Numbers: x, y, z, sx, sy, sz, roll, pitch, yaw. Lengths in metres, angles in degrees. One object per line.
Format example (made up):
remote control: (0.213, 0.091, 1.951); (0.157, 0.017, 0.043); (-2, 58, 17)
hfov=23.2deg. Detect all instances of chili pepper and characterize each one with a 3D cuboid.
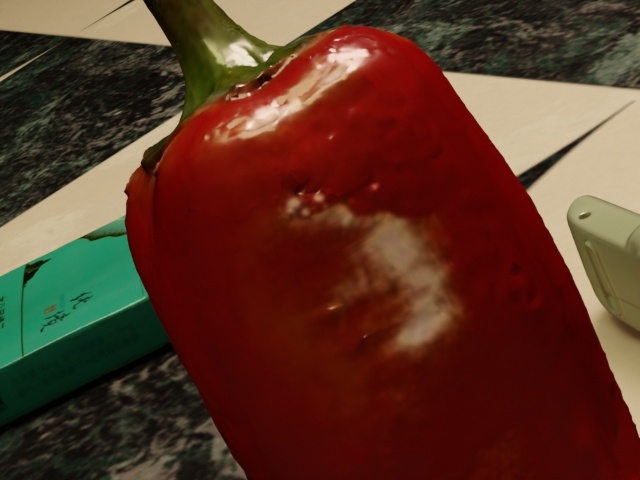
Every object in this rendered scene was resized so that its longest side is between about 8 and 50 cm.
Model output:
chili pepper: (0.004, 0.000, 0.522); (0.134, 0.338, 0.131); (-22, 20, 17)

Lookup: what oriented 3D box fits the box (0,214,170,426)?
box: (-0.152, 0.041, 0.990); (0.226, 0.042, 0.161); (-27, 23, 1)

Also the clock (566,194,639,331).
clock: (0.219, -0.020, 0.695); (0.191, 0.062, 0.151); (-31, 23, -13)
